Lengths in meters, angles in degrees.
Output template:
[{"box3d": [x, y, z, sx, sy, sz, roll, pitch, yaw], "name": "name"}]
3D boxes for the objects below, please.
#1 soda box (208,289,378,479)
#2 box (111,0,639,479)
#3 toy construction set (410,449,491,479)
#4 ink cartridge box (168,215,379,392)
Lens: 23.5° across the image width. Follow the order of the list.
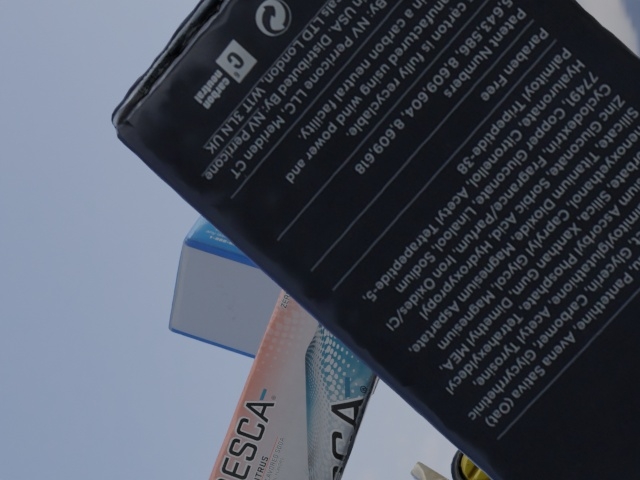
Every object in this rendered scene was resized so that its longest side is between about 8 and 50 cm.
[{"box3d": [-0.019, 0.113, 0.795, 0.058, 0.063, 0.183, 83, -153, -76], "name": "soda box"}, {"box3d": [0.065, -0.007, 0.458, 0.207, 0.108, 0.153, 43, -169, 5], "name": "box"}, {"box3d": [0.226, 0.234, 1.461, 0.237, 0.309, 0.257, -53, -4, -22], "name": "toy construction set"}, {"box3d": [0.000, 0.000, 1.084, 0.203, 0.148, 0.086, -63, -13, -54], "name": "ink cartridge box"}]
